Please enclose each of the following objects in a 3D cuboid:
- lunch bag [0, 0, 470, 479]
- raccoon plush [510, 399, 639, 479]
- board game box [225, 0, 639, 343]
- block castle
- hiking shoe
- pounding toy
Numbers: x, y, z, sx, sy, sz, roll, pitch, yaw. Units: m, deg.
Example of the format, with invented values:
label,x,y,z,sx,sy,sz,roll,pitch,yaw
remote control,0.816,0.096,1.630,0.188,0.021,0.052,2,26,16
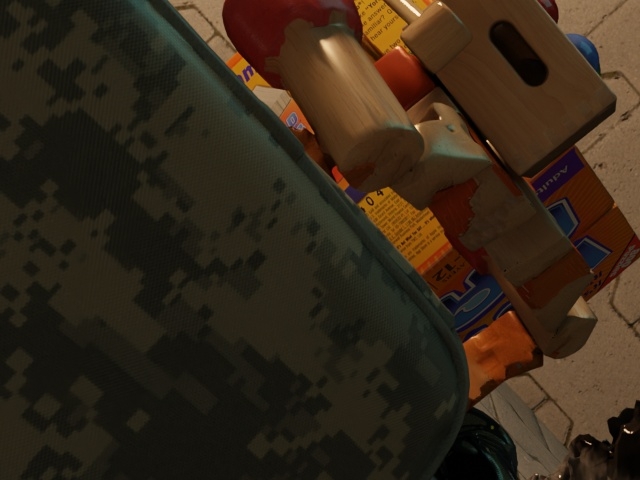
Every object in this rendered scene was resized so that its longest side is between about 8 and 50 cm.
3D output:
label,x,y,z,sx,sy,sz,roll,pitch,yaw
lunch bag,-0.126,0.019,0.503,0.305,0.212,0.256,45,-11,-27
raccoon plush,0.117,0.207,0.395,0.299,0.216,0.446,-97,-176,-47
board game box,0.086,-0.044,1.427,0.356,0.356,0.356,53,9,29
block castle,0.000,0.000,0.962,0.453,0.303,0.213,37,20,-54
hiking shoe,0.181,0.253,1.486,0.114,0.086,0.227,47,8,-33
pounding toy,0.114,-0.141,0.847,0.181,0.094,0.206,52,11,6
